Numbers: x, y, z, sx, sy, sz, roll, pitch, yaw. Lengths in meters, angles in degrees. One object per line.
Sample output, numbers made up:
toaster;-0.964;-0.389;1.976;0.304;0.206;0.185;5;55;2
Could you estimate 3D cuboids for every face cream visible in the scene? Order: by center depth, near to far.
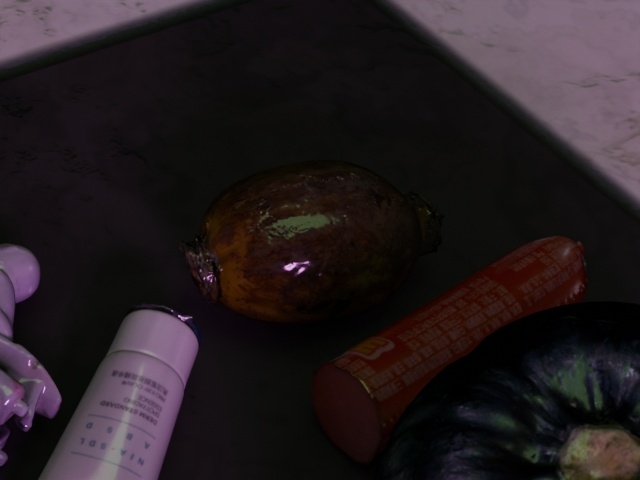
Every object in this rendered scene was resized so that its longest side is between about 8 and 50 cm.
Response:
face cream;-0.139;0.147;0.868;0.092;0.058;0.243;19;50;-1

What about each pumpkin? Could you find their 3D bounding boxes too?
pumpkin;0.175;0.192;0.772;0.315;0.238;0.315;-6;37;5

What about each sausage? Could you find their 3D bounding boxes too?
sausage;0.112;0.064;0.995;0.274;0.074;0.074;-28;57;-35

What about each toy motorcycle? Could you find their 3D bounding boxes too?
toy motorcycle;-0.261;0.035;0.922;0.171;0.110;0.260;-17;55;-43

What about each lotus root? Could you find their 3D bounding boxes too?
lotus root;0.000;0.000;1.009;0.209;0.120;0.120;-11;48;-22
